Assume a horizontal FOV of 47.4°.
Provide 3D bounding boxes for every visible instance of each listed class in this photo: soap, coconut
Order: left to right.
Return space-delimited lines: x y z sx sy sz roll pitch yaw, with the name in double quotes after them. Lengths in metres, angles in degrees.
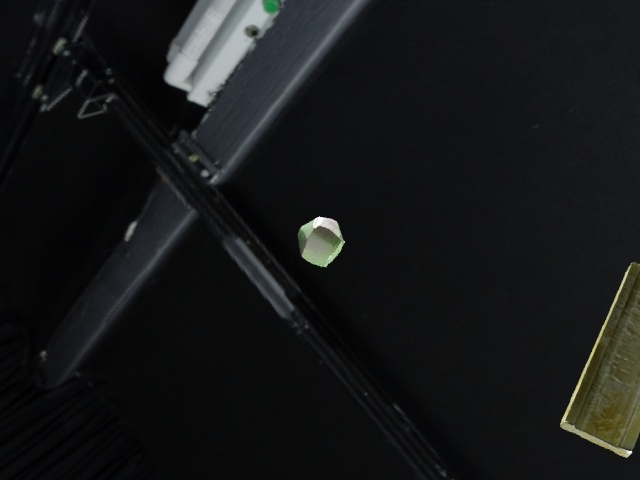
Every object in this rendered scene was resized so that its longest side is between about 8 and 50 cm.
0.000 0.000 1.248 0.081 0.082 0.083 25 -94 10 "coconut"
0.415 0.155 0.980 0.092 0.252 0.037 24 -17 20 "soap"
